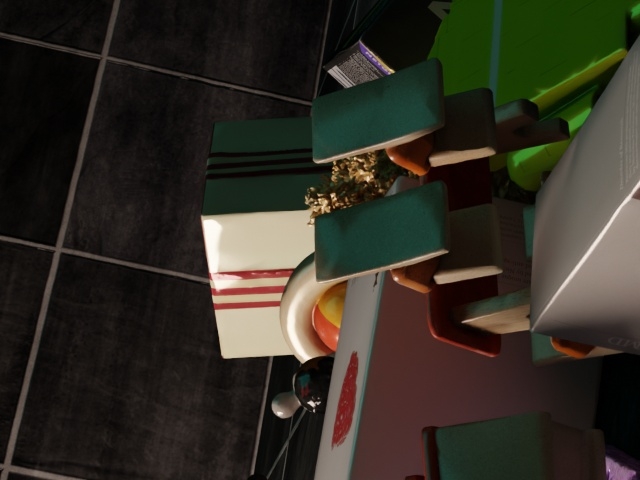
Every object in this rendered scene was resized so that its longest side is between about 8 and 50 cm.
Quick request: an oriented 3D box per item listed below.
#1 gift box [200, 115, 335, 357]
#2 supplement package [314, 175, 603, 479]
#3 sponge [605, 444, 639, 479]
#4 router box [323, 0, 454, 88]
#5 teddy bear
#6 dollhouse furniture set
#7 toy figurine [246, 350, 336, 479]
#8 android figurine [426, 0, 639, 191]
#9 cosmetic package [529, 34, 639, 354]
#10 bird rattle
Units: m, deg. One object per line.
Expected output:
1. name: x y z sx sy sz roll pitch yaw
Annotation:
1. gift box: 0.000 0.000 2.065 0.255 0.258 0.276 -89 -7 -50
2. supplement package: 0.099 0.128 1.243 0.177 0.175 0.293 122 159 -71
3. sponge: 0.184 0.195 1.027 0.210 0.031 0.117 -171 93 -83
4. router box: 0.142 -0.250 1.435 0.309 0.081 0.243 -50 5 -3
5. teddy bear: 0.101 -0.082 1.501 0.338 0.245 0.113 -67 -42 -76
6. dollhouse furniture set: 0.090 0.045 1.024 0.135 0.262 0.259 -14 68 34
7. toy figurine: 0.049 0.198 1.405 0.148 0.213 0.210 9 -82 -84
8. android figurine: 0.170 -0.148 1.198 0.273 0.056 0.248 -32 39 40
9. cosmetic package: 0.203 -0.029 0.868 0.238 0.127 0.107 109 170 -57
10. bird rattle: 0.062 0.082 1.595 0.143 0.207 0.253 -73 7 -48
